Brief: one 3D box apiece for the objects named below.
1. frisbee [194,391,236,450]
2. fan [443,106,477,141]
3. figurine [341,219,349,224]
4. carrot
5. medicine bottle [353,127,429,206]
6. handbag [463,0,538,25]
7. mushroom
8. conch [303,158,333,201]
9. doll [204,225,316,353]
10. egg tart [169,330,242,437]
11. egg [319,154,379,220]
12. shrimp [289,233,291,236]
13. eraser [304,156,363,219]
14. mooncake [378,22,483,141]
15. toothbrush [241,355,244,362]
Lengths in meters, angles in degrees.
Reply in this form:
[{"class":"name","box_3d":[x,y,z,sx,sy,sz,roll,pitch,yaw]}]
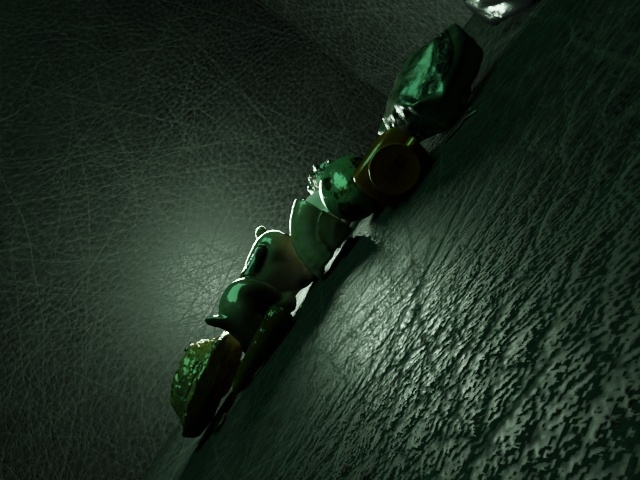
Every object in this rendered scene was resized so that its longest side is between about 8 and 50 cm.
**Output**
[{"class":"frisbee","box_3d":[-0.273,0.483,1.462,0.211,0.012,0.187,-51,4,47]},{"class":"fan","box_3d":[0.281,-0.238,1.046,0.085,0.005,0.133,-54,3,-6]},{"class":"figurine","box_3d":[0.053,-0.020,1.646,0.072,0.054,0.129,-40,-10,-26]},{"class":"carrot","box_3d":[-0.169,0.307,1.401,0.298,0.078,0.078,-60,3,7]},{"class":"medicine bottle","box_3d":[0.151,-0.158,1.131,0.149,0.112,0.222,-53,4,10]},{"class":"handbag","box_3d":[0.482,-0.687,1.233,0.302,0.177,0.275,-54,4,8]},{"class":"mushroom","box_3d":[-0.028,-0.004,1.419,0.162,0.173,0.236,-62,-1,-5]},{"class":"conch","box_3d":[0.028,-0.208,2.170,0.186,0.241,0.313,-30,-8,-29]},{"class":"doll","box_3d":[-0.155,0.134,1.567,0.226,0.215,0.370,-10,45,41]},{"class":"egg tart","box_3d":[-0.356,0.416,1.592,0.352,0.149,0.352,19,-90,-82]},{"class":"egg","box_3d":[0.082,-0.133,1.359,0.169,0.169,0.231,-53,13,12]},{"class":"shrimp","box_3d":[-0.034,0.005,2.012,0.290,0.054,0.222,-30,32,-11]},{"class":"eraser","box_3d":[0.056,-0.142,1.757,0.270,0.094,0.174,-32,32,34]},{"class":"mooncake","box_3d":[0.247,-0.356,1.217,0.250,0.136,0.254,-65,16,-10]},{"class":"toothbrush","box_3d":[-0.288,0.435,1.923,0.024,0.029,0.354,-40,-7,-41]}]
